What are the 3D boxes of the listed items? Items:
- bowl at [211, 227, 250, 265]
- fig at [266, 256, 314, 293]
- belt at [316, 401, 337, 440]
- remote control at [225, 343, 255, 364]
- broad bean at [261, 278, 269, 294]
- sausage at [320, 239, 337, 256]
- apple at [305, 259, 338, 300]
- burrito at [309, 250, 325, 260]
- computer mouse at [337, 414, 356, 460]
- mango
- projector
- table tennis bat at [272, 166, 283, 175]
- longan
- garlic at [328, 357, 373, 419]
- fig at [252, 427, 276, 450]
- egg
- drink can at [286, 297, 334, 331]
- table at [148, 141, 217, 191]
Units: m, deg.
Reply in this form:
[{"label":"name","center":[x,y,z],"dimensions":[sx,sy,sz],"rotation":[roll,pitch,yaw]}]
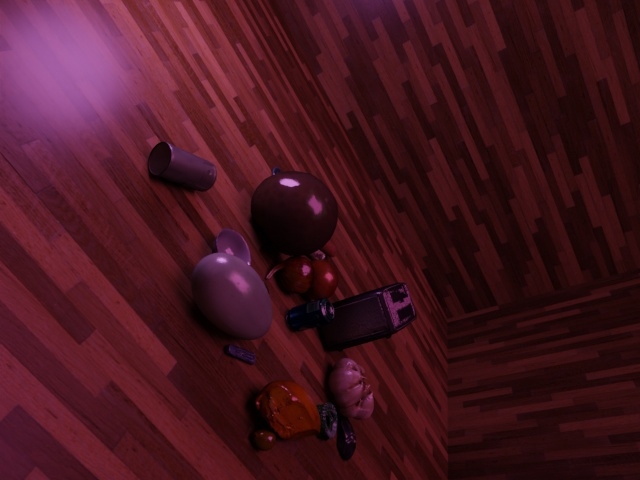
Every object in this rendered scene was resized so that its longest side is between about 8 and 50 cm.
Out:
[{"label":"bowl","center":[-0.364,0.053,1.645],"dimensions":[0.189,0.086,0.188],"rotation":[45,33,-40]},{"label":"fig","center":[-0.133,0.141,1.950],"dimensions":[0.207,0.175,0.175],"rotation":[30,41,-24]},{"label":"belt","center":[0.030,0.780,1.840],"dimensions":[0.121,0.079,0.151],"rotation":[46,34,-38]},{"label":"remote control","center":[-0.294,0.417,1.567],"dimensions":[0.152,0.027,0.043],"rotation":[42,31,-45]},{"label":"broad bean","center":[-0.237,0.275,1.759],"dimensions":[0.065,0.047,0.254],"rotation":[33,41,-40]},{"label":"sausage","center":[0.000,0.001,2.370],"dimensions":[0.289,0.086,0.086],"rotation":[44,35,-42]},{"label":"apple","center":[-0.016,0.192,2.085],"dimensions":[0.162,0.201,0.201],"rotation":[21,51,-40]},{"label":"burrito","center":[-0.054,0.046,2.261],"dimensions":[0.226,0.061,0.086],"rotation":[42,41,-40]},{"label":"computer mouse","center":[0.125,0.899,1.947],"dimensions":[0.106,0.062,0.192],"rotation":[39,40,-45]},{"label":"mango","center":[-0.097,0.645,1.588],"dimensions":[0.350,0.201,0.199],"rotation":[53,46,-45]},{"label":"projector","center":[0.241,0.386,2.168],"dimensions":[0.395,0.406,0.241],"rotation":[0,70,-62]},{"label":"table tennis bat","center":[-0.219,-0.309,2.259],"dimensions":[0.124,0.033,0.201],"rotation":[46,29,-34]},{"label":"longan","center":[-0.114,-0.124,1.927],"dimensions":[0.404,0.405,0.336],"rotation":[62,14,-11]},{"label":"garlic","center":[0.138,0.685,1.981],"dimensions":[0.185,0.203,0.280],"rotation":[16,51,-37]},{"label":"fig","center":[-0.201,0.691,1.485],"dimensions":[0.088,0.074,0.073],"rotation":[31,42,-28]},{"label":"egg","center":[-0.300,0.204,1.488],"dimensions":[0.370,0.230,0.229],"rotation":[60,27,-28]},{"label":"drink can","center":[-0.045,0.333,1.897],"dimensions":[0.118,0.205,0.118],"rotation":[44,36,-44]},{"label":"table","center":[-0.507,-0.268,1.575],"dimensions":[0.220,0.127,0.126],"rotation":[17,56,-58]}]
